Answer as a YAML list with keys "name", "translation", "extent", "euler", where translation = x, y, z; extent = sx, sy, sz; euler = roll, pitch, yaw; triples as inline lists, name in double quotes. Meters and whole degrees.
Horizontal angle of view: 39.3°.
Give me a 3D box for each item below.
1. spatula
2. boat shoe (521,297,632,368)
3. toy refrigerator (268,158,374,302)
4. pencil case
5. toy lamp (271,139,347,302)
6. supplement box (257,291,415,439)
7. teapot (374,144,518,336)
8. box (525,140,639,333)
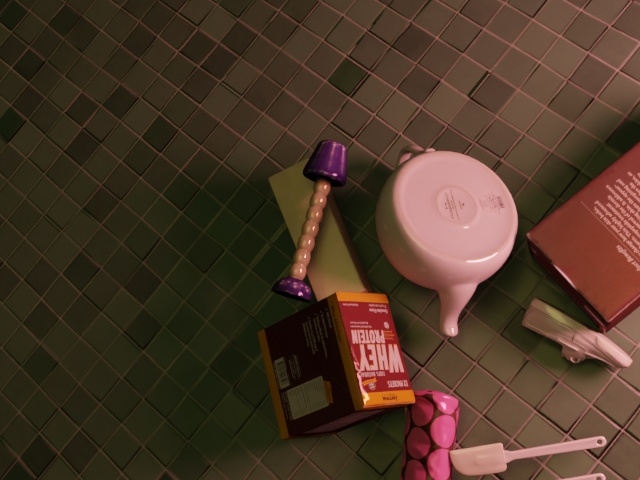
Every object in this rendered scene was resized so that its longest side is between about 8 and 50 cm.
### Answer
- name: "spatula"
  translation: [0.337, 0.394, 1.413]
  extent: [0.242, 0.019, 0.168]
  euler: [-10, 91, 7]
- name: "boat shoe"
  translation: [0.412, 0.163, 1.456]
  extent: [0.184, 0.066, 0.063]
  euler: [32, 100, 20]
- name: "toy refrigerator"
  translation: [0.000, 0.000, 1.602]
  extent: [0.094, 0.102, 0.269]
  euler: [-26, 70, 8]
- name: "pencil case"
  translation: [0.169, 0.349, 1.461]
  extent: [0.098, 0.095, 0.209]
  euler: [4, 78, 19]
- name: "toy lamp"
  translation: [-0.014, -0.037, 1.520]
  extent: [0.080, 0.080, 0.274]
  euler: [12, 78, 19]
- name: "supplement box"
  translation: [0.023, 0.208, 1.483]
  extent: [0.194, 0.129, 0.191]
  euler: [-30, 66, 38]
- name: "teapot"
  translation: [0.194, -0.018, 1.514]
  extent: [0.253, 0.187, 0.256]
  euler: [34, 59, 4]
- name: "box"
  translation: [0.539, -0.046, 1.435]
  extent: [0.381, 0.143, 0.191]
  euler: [-39, 68, 2]
